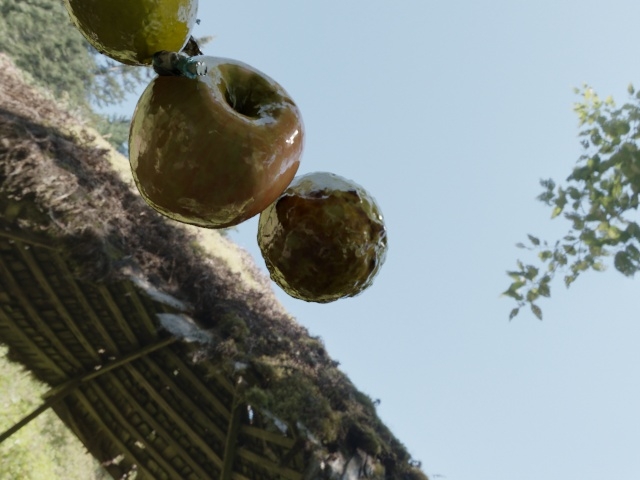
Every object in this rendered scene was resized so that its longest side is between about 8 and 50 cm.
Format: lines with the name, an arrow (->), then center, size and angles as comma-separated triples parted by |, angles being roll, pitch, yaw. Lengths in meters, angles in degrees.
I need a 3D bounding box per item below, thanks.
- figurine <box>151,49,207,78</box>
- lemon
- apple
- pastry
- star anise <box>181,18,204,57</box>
figurine -> -0.264, -0.329, 0.836 | 0.106, 0.060, 0.047 | 15, -52, 15
lemon -> -0.360, -0.471, 0.852 | 0.284, 0.260, 0.260 | 6, -57, 55
apple -> -0.242, -0.212, 1.032 | 0.391, 0.391, 0.346 | 45, -50, 8
pastry -> 0.000, 0.000, 1.247 | 0.389, 0.312, 0.388 | 6, -74, 20
star anise -> -0.488, -0.642, 1.346 | 0.148, 0.346, 0.237 | 44, -76, 28
